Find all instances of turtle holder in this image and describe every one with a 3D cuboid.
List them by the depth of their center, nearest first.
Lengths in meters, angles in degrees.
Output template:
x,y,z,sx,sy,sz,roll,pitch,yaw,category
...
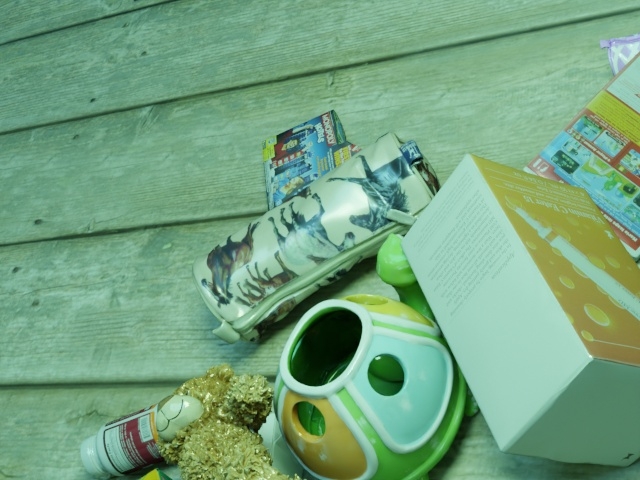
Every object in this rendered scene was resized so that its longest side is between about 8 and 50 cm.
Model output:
x,y,z,sx,sy,sz,roll,pitch,yaw,category
0.078,0.169,1.374,0.320,0.227,0.243,-44,43,-5,turtle holder

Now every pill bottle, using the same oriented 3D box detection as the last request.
x,y,z,sx,sy,sz,roll,pitch,yaw,category
-0.285,0.308,1.599,0.152,0.086,0.086,-22,46,16,pill bottle

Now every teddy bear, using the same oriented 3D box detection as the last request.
x,y,z,sx,sy,sz,roll,pitch,yaw,category
-0.124,0.291,1.325,0.245,0.113,0.338,-59,41,37,teddy bear

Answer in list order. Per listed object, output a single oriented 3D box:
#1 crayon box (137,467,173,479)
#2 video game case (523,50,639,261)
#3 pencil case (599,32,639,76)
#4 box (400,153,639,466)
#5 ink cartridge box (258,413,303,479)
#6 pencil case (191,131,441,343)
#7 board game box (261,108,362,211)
x,y,z,sx,sy,sz,roll,pitch,yaw,category
-0.238,0.474,1.434,0.165,0.081,0.278,-34,44,5,crayon box
0.456,-0.134,1.471,0.285,0.025,0.204,-45,67,-7,video game case
0.531,-0.290,1.560,0.206,0.088,0.086,-17,45,22,pencil case
0.276,0.082,1.280,0.168,0.215,0.345,-55,38,31,box
-0.091,0.309,1.467,0.143,0.092,0.089,-15,49,24,ink cartridge box
0.000,0.000,1.615,0.410,0.160,0.183,-33,29,5,pencil case
0.002,-0.126,1.789,0.194,0.060,0.194,-22,46,15,board game box
